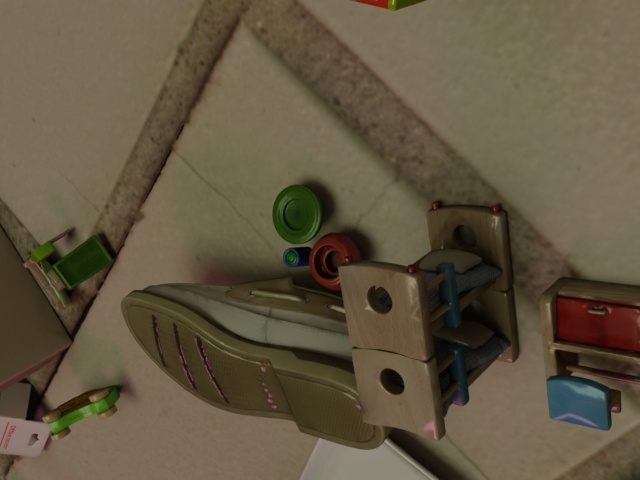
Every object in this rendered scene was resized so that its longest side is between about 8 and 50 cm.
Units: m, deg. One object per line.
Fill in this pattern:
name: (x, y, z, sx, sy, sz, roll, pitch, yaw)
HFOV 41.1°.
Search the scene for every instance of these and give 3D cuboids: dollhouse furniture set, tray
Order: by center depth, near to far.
dollhouse furniture set: (0.130, 0.057, 0.588, 0.184, 0.129, 0.128, 6, 115, 38)
tray: (0.039, 0.281, 0.845, 0.145, 0.030, 0.270, 37, 130, 20)
dollhouse furniture set: (-0.293, 0.031, 0.994, 0.076, 0.059, 0.152, 56, 153, -8)

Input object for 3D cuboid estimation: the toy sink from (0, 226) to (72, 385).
toy sink: (-0.454, 0.084, 1.063, 0.131, 0.153, 0.234, -33, 90, 44)

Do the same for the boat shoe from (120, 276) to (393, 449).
boat shoe: (-0.046, 0.092, 0.769, 0.302, 0.103, 0.113, 16, 134, 32)

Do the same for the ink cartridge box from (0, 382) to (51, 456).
ink cartridge box: (-0.466, 0.240, 1.176, 0.060, 0.180, 0.104, -97, 30, -41)

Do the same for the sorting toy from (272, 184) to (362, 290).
sorting toy: (0.000, 0.000, 0.735, 0.061, 0.042, 0.102, -43, 69, 28)

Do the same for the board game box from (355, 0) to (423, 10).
board game box: (0.054, -0.178, 0.496, 0.092, 0.181, 0.043, 22, 124, 29)

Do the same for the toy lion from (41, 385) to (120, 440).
toy lion: (-0.291, 0.203, 1.043, 0.100, 0.096, 0.034, -24, 97, 3)
